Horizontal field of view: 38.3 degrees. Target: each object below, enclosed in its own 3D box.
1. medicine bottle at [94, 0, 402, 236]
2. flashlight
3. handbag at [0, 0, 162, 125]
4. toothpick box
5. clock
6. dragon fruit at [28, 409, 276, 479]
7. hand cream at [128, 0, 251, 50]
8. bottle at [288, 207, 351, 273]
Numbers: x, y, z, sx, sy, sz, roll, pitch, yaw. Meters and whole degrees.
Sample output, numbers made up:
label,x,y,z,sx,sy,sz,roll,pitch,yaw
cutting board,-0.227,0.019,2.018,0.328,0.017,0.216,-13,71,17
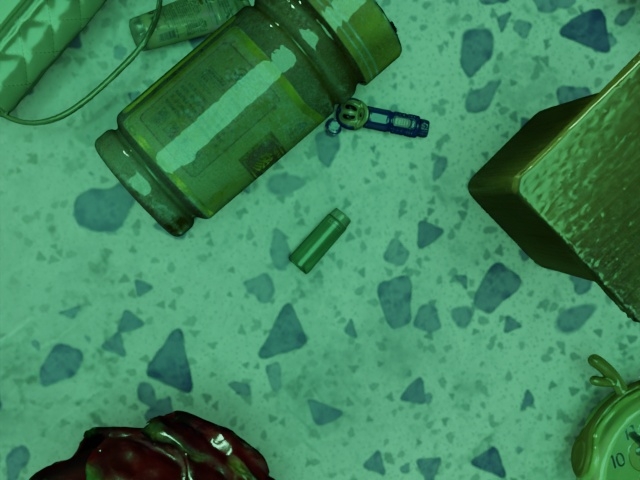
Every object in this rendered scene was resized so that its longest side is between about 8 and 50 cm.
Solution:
label,x,y,z,sx,sy,sz,roll,pitch,yaw
medicine bottle,-0.080,-0.158,1.008,0.322,0.151,0.151,-41,95,-2
flashlight,0.069,-0.142,1.079,0.121,0.035,0.057,11,91,-5
handbag,-0.303,-0.248,1.015,0.219,0.079,0.256,39,88,0
toothpick box,0.284,-0.056,0.964,0.187,0.308,0.190,44,89,-5
clock,0.412,0.264,1.096,0.235,0.096,0.308,-15,94,-3
dragon fruit,-0.173,0.334,0.951,0.329,0.329,0.329,0,93,-5
hand cream,-0.149,-0.258,1.060,0.143,0.039,0.061,-20,84,-12
bottle,0.000,0.000,1.082,0.030,0.030,0.083,42,88,-5
